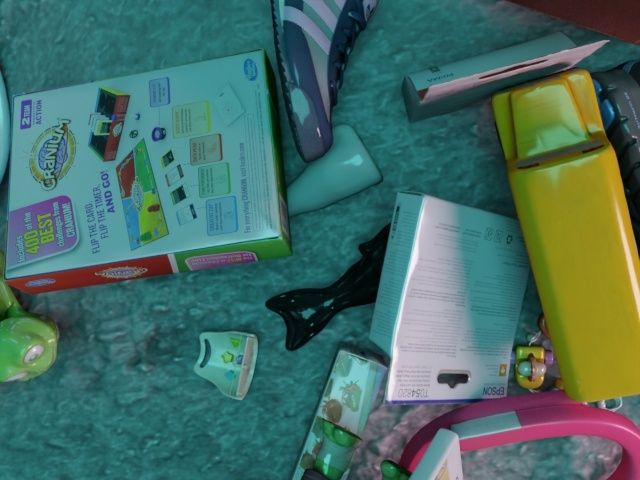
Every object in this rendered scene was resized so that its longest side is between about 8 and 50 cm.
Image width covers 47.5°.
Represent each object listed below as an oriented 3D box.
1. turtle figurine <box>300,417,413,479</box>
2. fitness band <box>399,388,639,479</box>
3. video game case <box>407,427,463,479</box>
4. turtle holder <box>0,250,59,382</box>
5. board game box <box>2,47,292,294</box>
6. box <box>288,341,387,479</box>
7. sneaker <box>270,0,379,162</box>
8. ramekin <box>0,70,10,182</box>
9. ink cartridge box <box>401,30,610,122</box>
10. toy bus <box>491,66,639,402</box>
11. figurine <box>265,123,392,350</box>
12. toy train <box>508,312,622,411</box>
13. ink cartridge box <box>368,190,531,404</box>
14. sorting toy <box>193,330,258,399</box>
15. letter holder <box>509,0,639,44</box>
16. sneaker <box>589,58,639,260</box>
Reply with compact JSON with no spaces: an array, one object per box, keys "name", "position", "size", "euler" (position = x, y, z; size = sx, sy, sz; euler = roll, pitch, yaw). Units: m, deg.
[{"name":"turtle figurine","position":[-0.027,0.328,0.759],"size":[0.274,0.197,0.266],"euler":[35,82,-23]},{"name":"fitness band","position":[0.236,0.275,0.855],"size":[0.290,0.054,0.209],"euler":[-9,121,5]},{"name":"video game case","position":[0.092,0.341,0.739],"size":[0.026,0.227,0.206],"euler":[13,131,33]},{"name":"turtle holder","position":[-0.476,0.119,0.836],"size":[0.320,0.227,0.243],"euler":[34,93,1]},{"name":"board game box","position":[-0.202,-0.080,0.846],"size":[0.316,0.064,0.242],"euler":[-8,70,7]},{"name":"box","position":[-0.002,0.288,0.900],"size":[0.063,0.067,0.324],"euler":[20,92,1]},{"name":"sneaker","position":[0.010,-0.247,0.833],"size":[0.131,0.112,0.319],"euler":[-5,79,-2]},{"name":"ramekin","position":[-0.486,-0.149,0.810],"size":[0.135,0.277,0.277],"euler":[-5,92,10]},{"name":"ink cartridge box","position":[0.185,-0.189,0.791],"size":[0.180,0.224,0.056],"euler":[-15,89,3]},{"name":"toy bus","position":[0.273,-0.007,0.779],"size":[0.108,0.130,0.333],"euler":[-14,105,18]},{"name":"figurine","position":[0.000,0.000,0.882],"size":[0.209,0.092,0.215],"euler":[-30,90,8]},{"name":"toy train","position":[0.300,0.155,0.888],"size":[0.125,0.046,0.166],"euler":[-27,90,4]},{"name":"ink cartridge box","position":[0.152,0.071,0.827],"size":[0.223,0.045,0.224],"euler":[11,90,-41]},{"name":"sorting toy","position":[-0.121,0.148,0.914],"size":[0.075,0.045,0.083],"euler":[12,93,10]},{"name":"letter holder","position":[0.244,-0.292,0.604],"size":[0.214,0.302,0.152],"euler":[18,96,3]},{"name":"sneaker","position":[0.407,-0.046,0.838],"size":[0.139,0.125,0.341],"euler":[-22,99,-14]}]
